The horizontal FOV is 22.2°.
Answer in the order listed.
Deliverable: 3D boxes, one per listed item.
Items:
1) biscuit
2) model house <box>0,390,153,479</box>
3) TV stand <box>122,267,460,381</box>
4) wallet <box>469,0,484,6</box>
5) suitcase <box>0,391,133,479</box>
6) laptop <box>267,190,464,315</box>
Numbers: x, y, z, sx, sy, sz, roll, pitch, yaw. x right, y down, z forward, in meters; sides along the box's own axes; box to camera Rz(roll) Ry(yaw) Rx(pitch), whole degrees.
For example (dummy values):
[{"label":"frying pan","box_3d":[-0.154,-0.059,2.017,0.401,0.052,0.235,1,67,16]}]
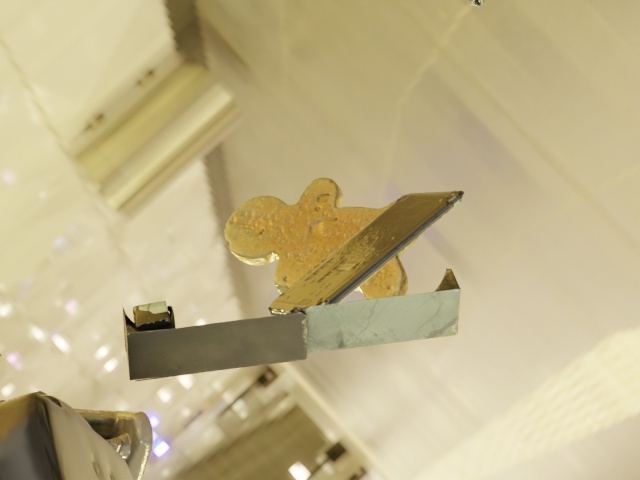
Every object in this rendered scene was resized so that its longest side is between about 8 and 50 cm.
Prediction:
[{"label":"biscuit","box_3d":[0.000,0.000,1.845,0.234,0.153,0.030,7,152,23]},{"label":"model house","box_3d":[-0.316,0.270,1.946,0.188,0.229,0.122,11,-148,-18]},{"label":"TV stand","box_3d":[-0.021,0.061,1.244,0.040,0.256,0.049,-109,15,-53]},{"label":"wallet","box_3d":[0.144,-0.459,1.780,0.237,0.075,0.342,104,146,-59]},{"label":"suitcase","box_3d":[-0.197,0.284,1.205,0.345,0.188,0.339,67,-176,-72]},{"label":"laptop","box_3d":[0.039,0.011,1.465,0.016,0.180,0.129,56,162,-13]}]
